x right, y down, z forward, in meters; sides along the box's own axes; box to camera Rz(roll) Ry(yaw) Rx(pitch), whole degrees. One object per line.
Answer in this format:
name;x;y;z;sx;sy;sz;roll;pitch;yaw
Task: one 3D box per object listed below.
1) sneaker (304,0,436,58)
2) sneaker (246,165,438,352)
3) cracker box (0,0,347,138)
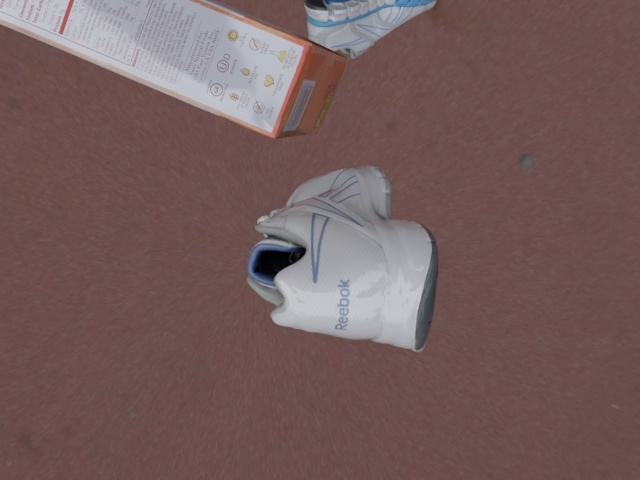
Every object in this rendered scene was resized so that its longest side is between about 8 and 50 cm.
sneaker;0.054;-0.254;1.220;0.190;0.083;0.071;-20;45;-33
sneaker;0.000;0.000;0.863;0.129;0.297;0.111;3;102;-12
cracker box;-0.108;-0.141;0.713;0.232;0.156;0.067;24;100;6
